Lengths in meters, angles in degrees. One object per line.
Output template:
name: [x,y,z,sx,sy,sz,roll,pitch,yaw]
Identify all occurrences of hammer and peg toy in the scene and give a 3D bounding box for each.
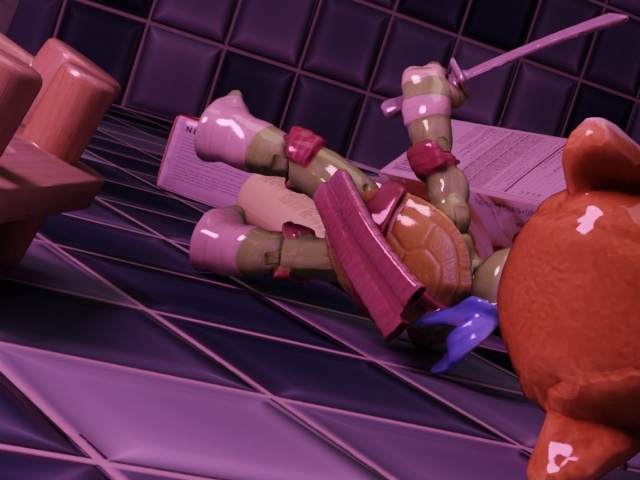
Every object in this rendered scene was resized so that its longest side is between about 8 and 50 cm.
hammer and peg toy: [-0.250,-0.090,0.945,0.266,0.127,0.361,31,5,1]

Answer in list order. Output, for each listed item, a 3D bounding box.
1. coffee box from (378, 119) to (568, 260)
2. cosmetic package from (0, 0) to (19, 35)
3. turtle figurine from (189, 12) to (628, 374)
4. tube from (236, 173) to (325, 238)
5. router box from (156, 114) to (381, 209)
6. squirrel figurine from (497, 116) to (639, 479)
coffee box: [0.178,-0.004,1.390,0.098,0.141,0.246,-36,31,-28]
cosmetic package: [-0.369,-0.201,1.328,0.224,0.225,0.138,20,-6,16]
turtle figurine: [0.058,-0.025,1.202,0.266,0.275,0.198,16,-30,22]
tube: [0.000,0.000,1.510,0.070,0.062,0.240,-31,31,-17]
router box: [0.024,-0.044,1.871,0.335,0.082,0.301,19,5,12]
squirrel figurine: [0.285,0.048,0.820,0.370,0.281,0.397,10,4,-10]
